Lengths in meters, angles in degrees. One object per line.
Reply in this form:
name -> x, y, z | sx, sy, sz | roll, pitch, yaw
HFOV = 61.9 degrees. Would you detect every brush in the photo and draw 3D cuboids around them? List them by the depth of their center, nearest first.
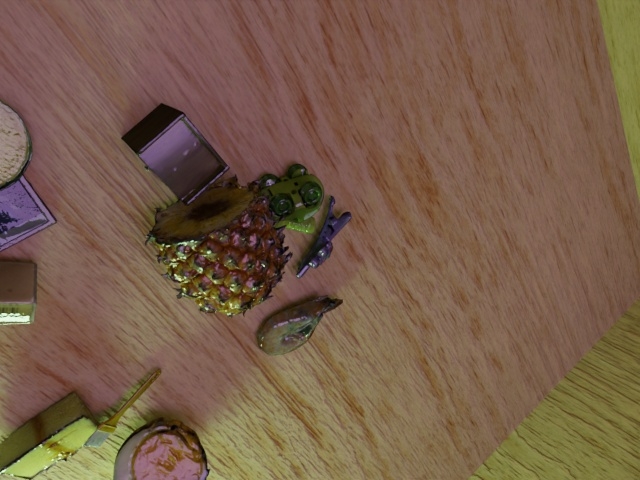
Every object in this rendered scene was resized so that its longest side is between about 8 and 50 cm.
brush -> -0.557, 0.478, 1.533 | 0.272, 0.013, 0.103 | -48, 164, -18

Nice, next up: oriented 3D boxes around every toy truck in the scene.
toy truck -> -0.092, -0.102, 1.559 | 0.187, 0.148, 0.210 | -8, 132, -26

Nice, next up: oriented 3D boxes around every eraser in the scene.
eraser -> -0.827, 0.111, 1.193 | 0.344, 0.144, 0.078 | 4, 129, -32

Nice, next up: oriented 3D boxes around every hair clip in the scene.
hair clip -> 0.014, 0.003, 1.669 | 0.090, 0.137, 0.278 | 24, 95, 1

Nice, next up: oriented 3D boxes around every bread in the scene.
bread -> -0.755, -0.211, 1.165 | 0.229, 0.033, 0.228 | -10, 114, -25
bread -> -0.706, 0.557, 1.433 | 0.240, 0.135, 0.178 | -34, 122, -19

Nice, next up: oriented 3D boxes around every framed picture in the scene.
framed picture -> -0.778, -0.105, 1.223 | 0.209, 0.019, 0.281 | -34, 121, -16

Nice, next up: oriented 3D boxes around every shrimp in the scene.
shrimp -> -0.060, 0.277, 1.754 | 0.318, 0.077, 0.168 | -22, 127, -17

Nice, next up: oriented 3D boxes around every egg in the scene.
egg -> -0.480, 0.674, 1.598 | 0.264, 0.174, 0.286 | -26, 94, -21

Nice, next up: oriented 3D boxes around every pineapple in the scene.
pineapple -> -0.244, 0.022, 1.386 | 0.352, 0.352, 0.300 | -36, 127, -15

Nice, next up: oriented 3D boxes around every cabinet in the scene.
cabinet -> -0.362, -0.213, 1.310 | 0.148, 0.215, 0.174 | -44, 124, -8
